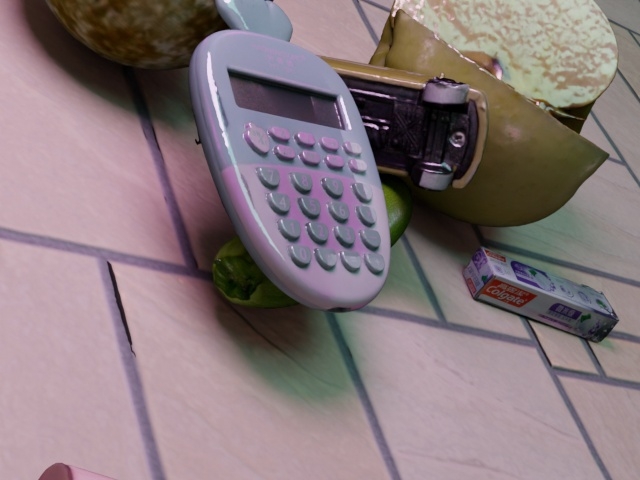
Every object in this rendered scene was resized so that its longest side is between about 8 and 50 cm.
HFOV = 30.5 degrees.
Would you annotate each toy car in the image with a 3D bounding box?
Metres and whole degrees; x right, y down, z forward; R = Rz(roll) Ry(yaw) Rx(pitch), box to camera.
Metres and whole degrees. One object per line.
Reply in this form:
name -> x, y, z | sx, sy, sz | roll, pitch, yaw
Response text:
toy car -> 0.038, -0.122, 1.120 | 0.257, 0.101, 0.124 | 12, 16, 15

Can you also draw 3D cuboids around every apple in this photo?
apple -> 0.174, -0.150, 1.285 | 0.258, 0.233, 0.295 | 21, 44, -6

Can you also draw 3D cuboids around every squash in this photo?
squash -> 0.000, 0.002, 1.040 | 0.082, 0.082, 0.292 | 47, 34, 10

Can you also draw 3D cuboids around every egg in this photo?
egg -> -0.139, -0.297, 1.088 | 0.238, 0.238, 0.289 | 32, 71, -15

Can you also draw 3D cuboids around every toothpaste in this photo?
toothpaste -> 0.241, 0.060, 1.274 | 0.196, 0.040, 0.047 | 20, 32, -32

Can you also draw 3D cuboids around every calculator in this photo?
calculator -> -0.026, -0.078, 0.969 | 0.185, 0.041, 0.298 | 5, 60, -46

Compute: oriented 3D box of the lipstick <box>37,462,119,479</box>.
lipstick -> -0.024, 0.224, 0.718 | 0.327, 0.087, 0.087 | 25, 34, -25
